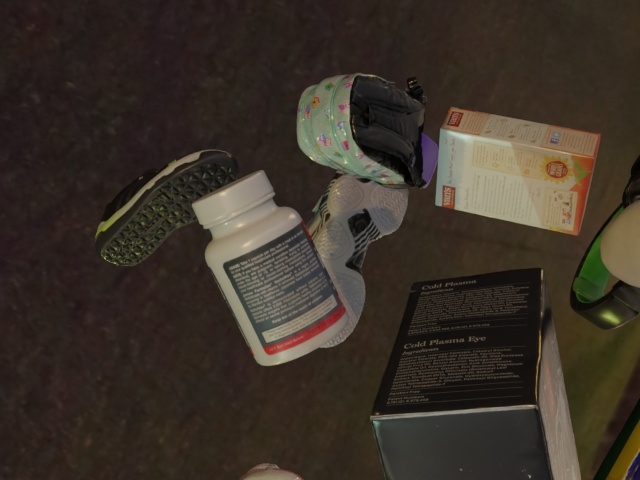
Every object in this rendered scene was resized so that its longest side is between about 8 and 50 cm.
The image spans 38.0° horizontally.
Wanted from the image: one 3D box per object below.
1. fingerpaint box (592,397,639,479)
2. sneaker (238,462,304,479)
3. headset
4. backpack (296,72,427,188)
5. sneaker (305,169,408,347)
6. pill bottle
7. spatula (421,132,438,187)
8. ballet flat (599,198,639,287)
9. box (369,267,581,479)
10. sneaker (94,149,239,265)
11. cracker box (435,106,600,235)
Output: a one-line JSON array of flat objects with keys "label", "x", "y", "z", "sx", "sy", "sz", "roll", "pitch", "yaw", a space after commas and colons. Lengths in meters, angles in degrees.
[{"label": "fingerpaint box", "x": 0.295, "y": 0.184, "z": 0.507, "sx": 0.371, "sy": 0.163, "sz": 0.444, "roll": -88, "pitch": -157, "yaw": -77}, {"label": "sneaker", "x": -0.041, "y": 0.215, "z": 0.803, "sx": 0.070, "sy": 0.051, "sz": 0.134, "roll": -32, "pitch": 176, "yaw": -45}, {"label": "headset", "x": 0.454, "y": -0.052, "z": 1.248, "sx": 0.394, "sy": 0.185, "sz": 0.243, "roll": -53, "pitch": -175, "yaw": 38}, {"label": "backpack", "x": 0.056, "y": -0.143, "z": 1.190, "sx": 0.182, "sy": 0.115, "sz": 0.151, "roll": 12, "pitch": 72, "yaw": -54}, {"label": "sneaker", "x": 0.000, "y": 0.000, "z": 1.469, "sx": 0.137, "sy": 0.210, "sz": 0.365, "roll": 34, "pitch": 64, "yaw": -28}, {"label": "pill bottle", "x": -0.055, "y": 0.025, "z": 0.944, "sx": 0.108, "sy": 0.108, "sz": 0.180, "roll": -35, "pitch": 103, "yaw": -48}, {"label": "spatula", "x": 0.152, "y": -0.170, "z": 1.587, "sx": 0.084, "sy": 0.030, "sz": 0.296, "roll": -67, "pitch": 157, "yaw": -6}, {"label": "ballet flat", "x": 0.498, "y": -0.010, "z": 1.012, "sx": 0.139, "sy": 0.400, "sz": 0.139, "roll": 0, "pitch": 90, "yaw": -60}, {"label": "box", "x": 0.204, "y": 0.256, "z": 1.110, "sx": 0.312, "sy": 0.179, "sz": 0.343, "roll": -63, "pitch": 141, "yaw": -62}, {"label": "sneaker", "x": -0.196, "y": -0.060, "z": 1.114, "sx": 0.084, "sy": 0.235, "sz": 0.097, "roll": 32, "pitch": 38, "yaw": -40}, {"label": "cracker box", "x": 0.299, "y": -0.107, "z": 1.433, "sx": 0.155, "sy": 0.232, "sz": 0.067, "roll": 88, "pitch": 22, "yaw": -44}]
